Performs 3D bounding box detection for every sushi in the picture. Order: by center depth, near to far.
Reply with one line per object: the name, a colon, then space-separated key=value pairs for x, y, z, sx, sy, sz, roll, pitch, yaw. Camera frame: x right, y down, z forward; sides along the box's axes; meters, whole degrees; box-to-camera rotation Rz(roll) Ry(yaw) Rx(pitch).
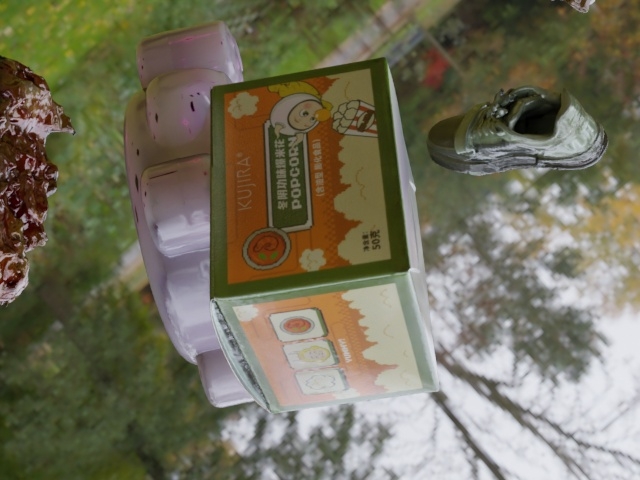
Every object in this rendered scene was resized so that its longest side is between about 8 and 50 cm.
sushi: x=-0.396 y=-0.053 z=1.332 sx=0.181 sy=0.344 sz=0.196 roll=-5 pitch=152 yaw=15

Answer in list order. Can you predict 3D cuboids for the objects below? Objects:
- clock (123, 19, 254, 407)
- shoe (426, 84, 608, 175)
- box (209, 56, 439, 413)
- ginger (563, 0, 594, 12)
clock: x=-0.101 y=-0.024 z=1.165 sx=0.113 sy=0.296 sz=0.322 roll=-13 pitch=-148 yaw=2
shoe: x=0.272 y=-0.180 z=1.844 sx=0.292 sy=0.149 sz=0.109 roll=3 pitch=-120 yaw=33
box: x=0.000 y=0.000 z=0.927 sx=0.148 sy=0.195 sz=0.177 roll=-9 pitch=145 yaw=8
ginger: x=0.117 y=-0.273 z=0.965 sx=0.133 sy=0.309 sz=0.107 roll=-5 pitch=119 yaw=-53
